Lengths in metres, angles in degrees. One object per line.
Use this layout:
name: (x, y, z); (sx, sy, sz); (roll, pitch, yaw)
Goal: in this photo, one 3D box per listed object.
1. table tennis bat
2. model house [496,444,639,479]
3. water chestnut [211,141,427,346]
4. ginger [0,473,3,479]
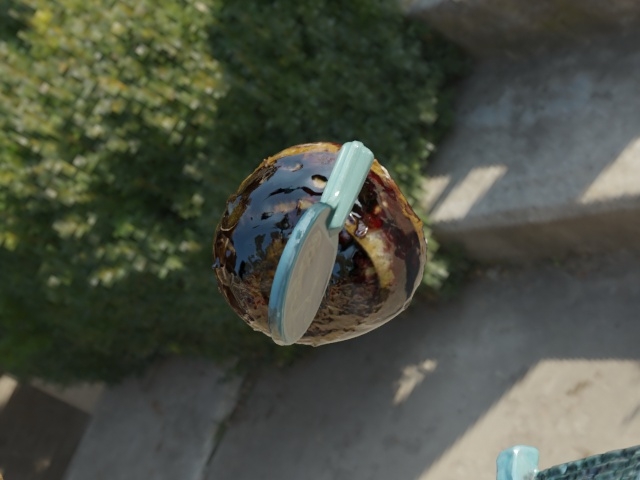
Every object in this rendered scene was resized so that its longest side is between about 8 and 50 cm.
table tennis bat: (0.000, 0.000, 1.560); (0.038, 0.149, 0.237); (16, 66, 17)
model house: (0.196, 0.273, 1.237); (0.261, 0.226, 0.241); (-29, 52, 53)
water chestnut: (0.003, -0.001, 2.052); (0.300, 0.300, 0.300); (-39, 33, 32)
ginger: (-0.503, 0.380, 1.776); (0.172, 0.165, 0.321); (29, 89, 45)
